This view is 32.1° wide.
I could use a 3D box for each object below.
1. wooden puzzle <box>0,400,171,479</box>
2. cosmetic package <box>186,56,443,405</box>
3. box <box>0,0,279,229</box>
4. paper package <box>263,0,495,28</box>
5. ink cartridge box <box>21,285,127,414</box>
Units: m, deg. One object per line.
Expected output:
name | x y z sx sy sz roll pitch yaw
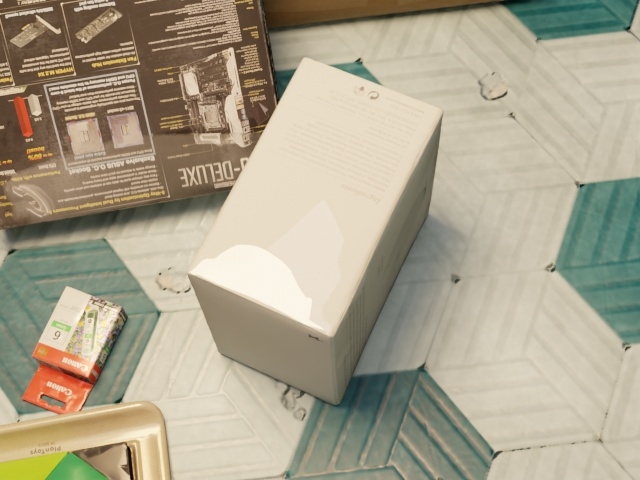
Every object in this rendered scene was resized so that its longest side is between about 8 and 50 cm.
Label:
wooden puzzle | -0.240 0.274 0.996 0.221 0.044 0.238 -10 67 -2
cosmetic package | 0.000 0.000 1.002 0.138 0.224 0.224 22 69 10
box | -0.197 -0.155 1.079 0.308 0.242 0.076 -11 24 -1
paper package | 0.054 -0.408 1.204 0.325 0.168 0.309 -7 66 0
ink cartridge box | -0.240 0.108 1.074 0.063 0.029 0.115 19 69 10
